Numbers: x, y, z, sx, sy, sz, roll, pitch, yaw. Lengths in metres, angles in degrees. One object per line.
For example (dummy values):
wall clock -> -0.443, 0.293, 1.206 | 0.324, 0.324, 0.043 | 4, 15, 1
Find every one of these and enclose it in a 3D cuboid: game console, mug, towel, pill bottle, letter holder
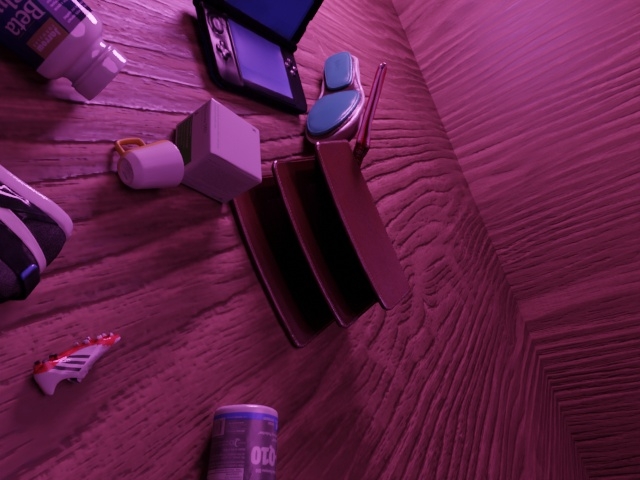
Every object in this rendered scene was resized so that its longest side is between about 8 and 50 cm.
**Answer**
game console -> -0.081, -0.420, 0.861 | 0.293, 0.173, 0.250 | -5, 78, -58
mug -> -0.225, -0.094, 0.557 | 0.064, 0.078, 0.062 | -27, 126, -51
towel -> 0.088, -0.206, 0.926 | 0.275, 0.031, 0.199 | 103, 2, -69
pill bottle -> -0.304, -0.240, 0.477 | 0.169, 0.094, 0.094 | 43, 38, -35
pill bottle -> -0.089, 0.265, 0.495 | 0.078, 0.078, 0.137 | 35, 43, -43
letter holder -> 0.000, 0.000, 0.746 | 0.214, 0.152, 0.302 | -24, 91, -58

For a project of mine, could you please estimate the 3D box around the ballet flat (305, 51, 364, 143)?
ballet flat -> 0.055, -0.330, 1.094 | 0.139, 0.139, 0.400 | 45, 36, -33

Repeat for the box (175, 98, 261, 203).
box -> -0.152, -0.129, 0.650 | 0.102, 0.087, 0.101 | 27, 48, -48

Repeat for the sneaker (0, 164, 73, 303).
sneaker -> -0.312, -0.027, 0.335 | 0.217, 0.079, 0.121 | 44, 36, -36

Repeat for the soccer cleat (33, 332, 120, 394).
soccer cleat -> -0.231, 0.117, 0.422 | 0.083, 0.029, 0.036 | -25, 101, -57
